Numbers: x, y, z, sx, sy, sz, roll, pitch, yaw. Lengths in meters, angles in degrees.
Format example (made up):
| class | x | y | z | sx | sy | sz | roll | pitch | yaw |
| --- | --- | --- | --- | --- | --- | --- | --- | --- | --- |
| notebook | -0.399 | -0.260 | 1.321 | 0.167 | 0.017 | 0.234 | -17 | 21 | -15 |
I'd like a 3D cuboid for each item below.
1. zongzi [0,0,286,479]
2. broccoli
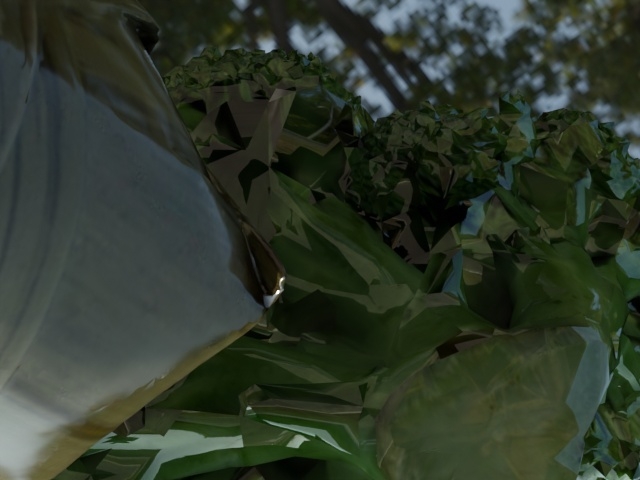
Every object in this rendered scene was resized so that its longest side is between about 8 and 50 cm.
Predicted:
| class | x | y | z | sx | sy | sz | roll | pitch | yaw |
| --- | --- | --- | --- | --- | --- | --- | --- | --- | --- |
| zongzi | -0.234 | -0.133 | 0.427 | 0.181 | 0.418 | 0.447 | -43 | -110 | 6 |
| broccoli | -0.005 | 0.095 | 0.713 | 0.413 | 0.321 | 0.310 | -5 | -147 | -25 |
